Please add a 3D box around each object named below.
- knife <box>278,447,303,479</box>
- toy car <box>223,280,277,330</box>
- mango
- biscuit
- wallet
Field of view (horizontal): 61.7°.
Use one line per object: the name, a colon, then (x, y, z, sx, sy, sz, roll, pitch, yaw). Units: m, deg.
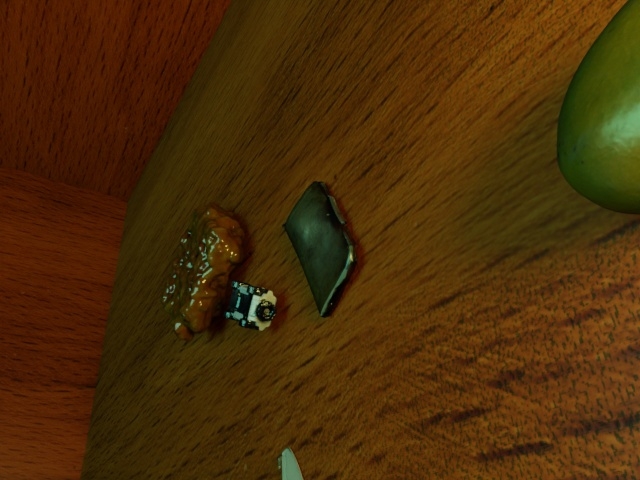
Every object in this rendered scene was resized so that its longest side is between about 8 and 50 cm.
knife: (-0.038, 0.453, 0.748, 0.081, 0.043, 0.335, -41, 40, 37)
toy car: (-0.131, 0.128, 1.049, 0.171, 0.071, 0.080, 3, 78, 63)
mango: (0.278, -0.137, 0.401, 0.250, 0.114, 0.156, -67, 22, 14)
biscuit: (-0.293, 0.071, 1.332, 0.318, 0.111, 0.311, 37, 106, 60)
wallet: (0.000, 0.000, 0.921, 0.137, 0.031, 0.255, -59, 32, 25)
